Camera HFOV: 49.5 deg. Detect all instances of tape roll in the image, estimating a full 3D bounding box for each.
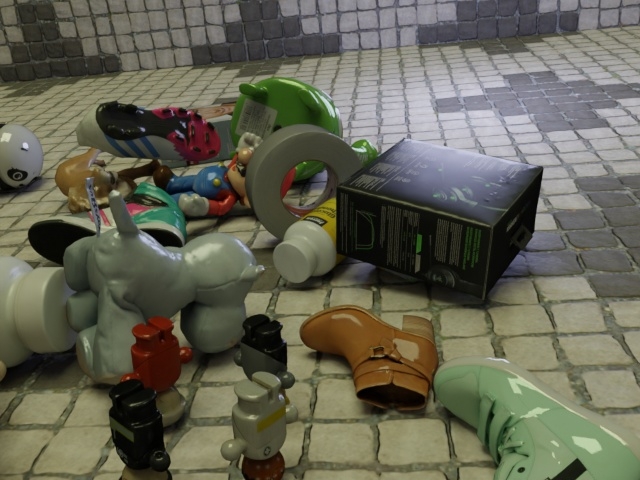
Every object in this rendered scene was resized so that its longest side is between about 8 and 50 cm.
[{"bbox_3d":[-0.029,-0.105,1.308,0.219,0.219,0.072,-13,25,-13],"label":"tape roll"}]

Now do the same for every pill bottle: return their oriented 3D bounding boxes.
[{"bbox_3d":[-0.522,0.108,1.035,0.301,0.169,0.169,-4,25,7],"label":"pill bottle"},{"bbox_3d":[0.000,0.000,1.213,0.103,0.103,0.184,10,30,31],"label":"pill bottle"}]

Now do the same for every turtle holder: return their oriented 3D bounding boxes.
[{"bbox_3d":[-0.038,-0.263,1.623,0.320,0.243,0.227,-6,7,22],"label":"turtle holder"}]

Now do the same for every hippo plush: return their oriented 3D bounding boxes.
[{"bbox_3d":[-0.222,0.053,0.995,0.236,0.294,0.234,-4,15,-34],"label":"hippo plush"}]

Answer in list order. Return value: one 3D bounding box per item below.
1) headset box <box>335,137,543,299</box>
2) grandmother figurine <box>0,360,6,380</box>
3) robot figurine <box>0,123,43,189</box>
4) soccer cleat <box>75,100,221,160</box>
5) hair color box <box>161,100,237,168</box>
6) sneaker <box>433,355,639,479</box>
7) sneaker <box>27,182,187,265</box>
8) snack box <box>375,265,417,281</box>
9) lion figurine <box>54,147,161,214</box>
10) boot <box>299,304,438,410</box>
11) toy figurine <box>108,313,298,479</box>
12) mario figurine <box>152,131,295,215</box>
[{"bbox_3d":[0.206,-0.048,1.146,0.283,0.131,0.246,16,34,27],"label":"headset box"},{"bbox_3d":[-0.444,0.223,0.800,0.104,0.208,0.342,24,21,-35],"label":"grandmother figurine"},{"bbox_3d":[-0.858,-0.208,1.786,0.278,0.173,0.209,-4,36,6],"label":"robot figurine"},{"bbox_3d":[-0.378,-0.233,1.533,0.143,0.116,0.331,-19,-16,39],"label":"soccer cleat"},{"bbox_3d":[-0.252,-0.302,1.899,0.374,0.113,0.185,-10,26,-6],"label":"hair color box"},{"bbox_3d":[0.190,0.214,0.732,0.151,0.094,0.256,-29,32,-33],"label":"sneaker"},{"bbox_3d":[-0.398,-0.037,1.358,0.295,0.124,0.178,3,31,2],"label":"sneaker"},{"bbox_3d":[0.172,0.017,1.211,0.141,0.037,0.100,-26,33,-35],"label":"snack box"},{"bbox_3d":[-0.509,-0.125,1.578,0.240,0.142,0.392,-24,24,-36],"label":"lion figurine"},{"bbox_3d":[0.055,0.156,0.915,0.197,0.073,0.152,-3,30,14],"label":"boot"},{"bbox_3d":[-0.132,0.194,0.806,0.209,0.148,0.213,-2,23,-5],"label":"toy figurine"},{"bbox_3d":[-0.211,-0.142,1.466,0.320,0.198,0.170,-9,-12,10],"label":"mario figurine"}]
